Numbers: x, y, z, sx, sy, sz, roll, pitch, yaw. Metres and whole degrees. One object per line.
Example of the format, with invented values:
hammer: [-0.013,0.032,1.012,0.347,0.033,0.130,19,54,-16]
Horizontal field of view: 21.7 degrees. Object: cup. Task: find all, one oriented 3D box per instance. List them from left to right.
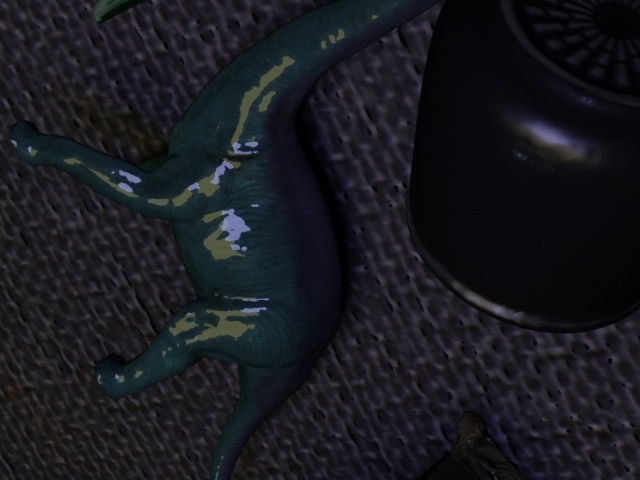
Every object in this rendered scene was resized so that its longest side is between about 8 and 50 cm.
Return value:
cup: [0.155,-0.049,0.870,0.223,0.169,0.176,7,136,-9]

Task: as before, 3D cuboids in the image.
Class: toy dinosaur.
toy dinosaur: [0.000,0.000,1.049,0.331,0.129,0.383,-10,116,28]

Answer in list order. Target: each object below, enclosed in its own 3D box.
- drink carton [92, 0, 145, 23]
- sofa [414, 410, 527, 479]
drink carton: [-0.081,-0.224,0.908,0.144,0.146,0.142,-26,96,42]
sofa: [0.060,0.270,1.130,0.200,0.182,0.258,48,134,-6]
